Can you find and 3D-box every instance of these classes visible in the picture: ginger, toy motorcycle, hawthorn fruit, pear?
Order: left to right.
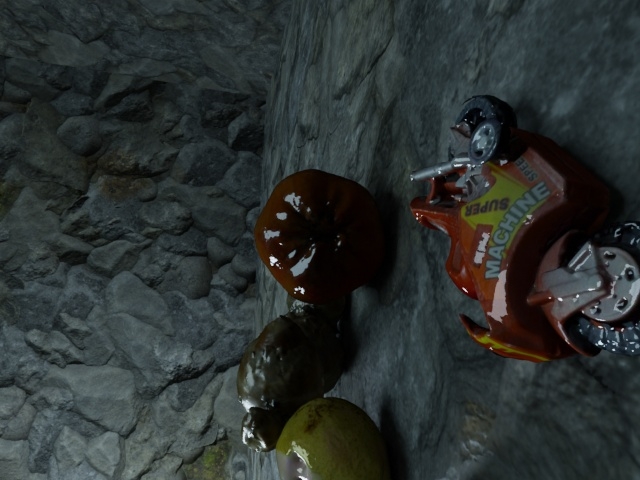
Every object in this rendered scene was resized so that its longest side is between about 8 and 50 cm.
[{"bbox_3d":[-0.053,0.222,0.831,0.375,0.176,0.256,-49,-34,-65],"label":"ginger"},{"bbox_3d":[0.000,0.000,0.782,0.261,0.224,0.224,80,-167,-83],"label":"hawthorn fruit"},{"bbox_3d":[0.021,0.327,0.654,0.178,0.178,0.177,-175,90,-76],"label":"pear"},{"bbox_3d":[0.158,-0.009,0.380,0.298,0.089,0.171,-103,21,-51],"label":"toy motorcycle"}]
